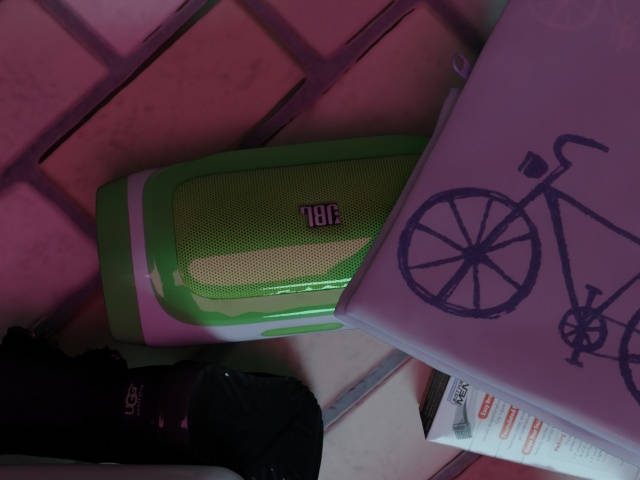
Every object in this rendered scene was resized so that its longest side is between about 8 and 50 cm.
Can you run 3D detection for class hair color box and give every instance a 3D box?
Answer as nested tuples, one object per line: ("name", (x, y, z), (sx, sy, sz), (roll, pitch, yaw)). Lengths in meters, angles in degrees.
("hair color box", (0.167, 0.117, 1.389), (0.167, 0.053, 0.093), (15, 112, -11))

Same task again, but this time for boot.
("boot", (-0.130, 0.126, 1.344), (0.207, 0.246, 0.094), (5, 77, 26))

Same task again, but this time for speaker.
("speaker", (0.000, 0.000, 1.288), (0.296, 0.131, 0.131), (-6, 113, -2))

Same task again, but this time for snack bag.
("snack bag", (0.222, -0.032, 1.198), (0.323, 0.037, 0.342), (25, 80, 12))

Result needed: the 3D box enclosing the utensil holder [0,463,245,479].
("utensil holder", (-0.241, 0.307, 1.231), (0.385, 0.327, 0.327), (-3, 114, 16))
